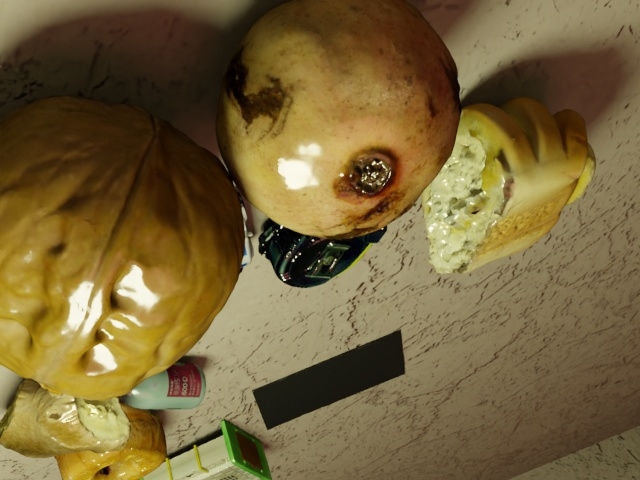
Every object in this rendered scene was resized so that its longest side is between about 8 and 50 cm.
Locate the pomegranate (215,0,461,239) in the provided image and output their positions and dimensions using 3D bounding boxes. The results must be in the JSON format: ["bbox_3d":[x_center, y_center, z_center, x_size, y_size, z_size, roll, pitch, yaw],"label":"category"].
[{"bbox_3d":[0.020,-0.157,1.084,0.322,0.322,0.322,-18,147,-12],"label":"pomegranate"}]

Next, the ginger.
[{"bbox_3d":[-0.441,0.313,1.497,0.221,0.130,0.276,15,155,-13],"label":"ginger"}]

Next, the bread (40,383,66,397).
[{"bbox_3d":[-0.338,0.117,1.342,0.288,0.152,0.119,-36,170,19],"label":"bread"}]

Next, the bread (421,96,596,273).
[{"bbox_3d":[0.299,-0.109,1.418,0.270,0.211,0.316,-21,156,-23],"label":"bread"}]

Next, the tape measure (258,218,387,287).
[{"bbox_3d":[0.000,0.000,1.444,0.199,0.112,0.186,5,138,-38],"label":"tape measure"}]

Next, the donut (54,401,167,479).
[{"bbox_3d":[-0.421,0.419,1.742,0.226,0.114,0.226,-18,149,-11],"label":"donut"}]

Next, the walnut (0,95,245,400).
[{"bbox_3d":[-0.277,0.011,1.060,0.354,0.308,0.398,12,134,-23],"label":"walnut"}]

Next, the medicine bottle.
[{"bbox_3d":[-0.324,0.270,1.617,0.216,0.090,0.090,11,132,-42],"label":"medicine bottle"}]

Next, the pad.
[{"bbox_3d":[0.028,0.332,2.029,0.367,0.007,0.248,-21,148,-7],"label":"pad"}]

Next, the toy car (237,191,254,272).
[{"bbox_3d":[-0.149,0.000,1.373,0.080,0.070,0.171,-20,146,-11],"label":"toy car"}]

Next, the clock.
[{"bbox_3d":[-0.278,0.546,2.040,0.255,0.106,0.220,-25,147,8],"label":"clock"}]
